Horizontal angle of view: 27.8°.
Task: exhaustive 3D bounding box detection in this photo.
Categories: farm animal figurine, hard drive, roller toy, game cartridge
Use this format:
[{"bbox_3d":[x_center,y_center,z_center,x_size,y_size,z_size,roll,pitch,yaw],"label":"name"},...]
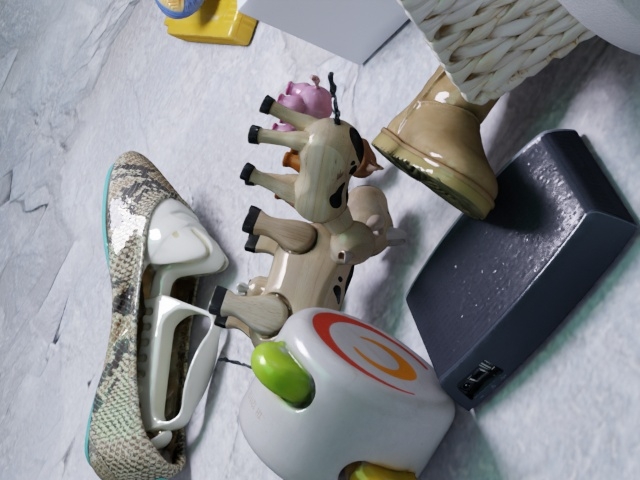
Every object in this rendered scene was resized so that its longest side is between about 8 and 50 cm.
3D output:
[{"bbox_3d":[0.000,0.000,1.411,0.330,0.172,0.326,12,-82,-83],"label":"farm animal figurine"},{"bbox_3d":[0.181,0.023,1.251,0.254,0.054,0.172,-52,34,27],"label":"hard drive"},{"bbox_3d":[0.025,0.174,1.282,0.146,0.209,0.191,-61,-7,15],"label":"roller toy"},{"bbox_3d":[-0.138,-0.473,2.066,0.285,0.053,0.323,18,87,60],"label":"game cartridge"}]

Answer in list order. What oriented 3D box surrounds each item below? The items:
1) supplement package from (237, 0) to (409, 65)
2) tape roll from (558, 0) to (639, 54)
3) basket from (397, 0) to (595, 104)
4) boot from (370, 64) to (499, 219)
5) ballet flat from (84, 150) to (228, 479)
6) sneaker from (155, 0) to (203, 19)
[{"bbox_3d":[0.011,-0.367,1.620,0.149,0.194,0.203,-41,40,41],"label":"supplement package"},{"bbox_3d":[0.298,-0.322,0.943,0.072,0.392,0.392,17,87,60],"label":"tape roll"},{"bbox_3d":[0.177,-0.359,1.177,0.328,0.266,0.331,-30,39,12],"label":"basket"},{"bbox_3d":[0.176,-0.169,1.283,0.269,0.089,0.236,-52,28,3],"label":"boot"},{"bbox_3d":[-0.211,0.098,1.773,0.182,0.164,0.482,-9,69,32],"label":"ballet flat"},{"bbox_3d":[-0.234,-0.443,2.088,0.131,0.112,0.296,115,156,-47],"label":"sneaker"}]
